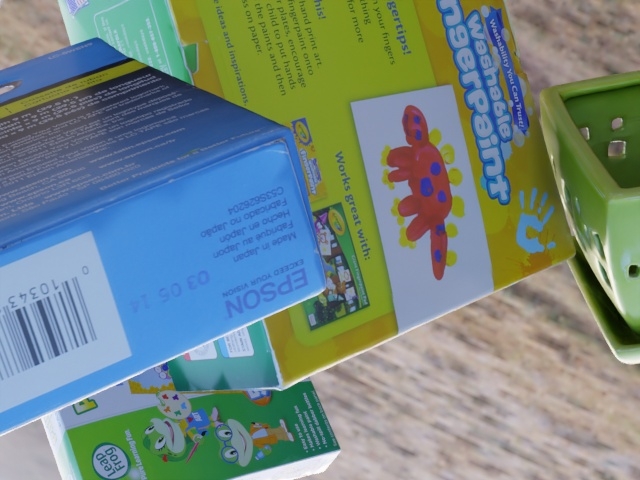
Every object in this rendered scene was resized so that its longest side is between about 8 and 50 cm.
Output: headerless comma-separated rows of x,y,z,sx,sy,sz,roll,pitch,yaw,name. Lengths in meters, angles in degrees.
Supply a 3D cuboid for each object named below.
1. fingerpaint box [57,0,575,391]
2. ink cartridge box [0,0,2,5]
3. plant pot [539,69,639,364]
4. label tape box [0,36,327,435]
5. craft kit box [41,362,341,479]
-0.005,-0.139,1.183,0.163,0.371,0.445,-10,99,51,fingerpaint box
-0.369,-0.221,1.303,0.143,0.090,0.092,32,165,-13,ink cartridge box
0.335,-0.021,1.253,0.228,0.227,0.207,-8,122,-3,plant pot
-0.178,-0.017,0.852,0.333,0.240,0.106,32,141,59,label tape box
-0.138,0.120,1.260,0.246,0.250,0.061,-12,154,-28,craft kit box
